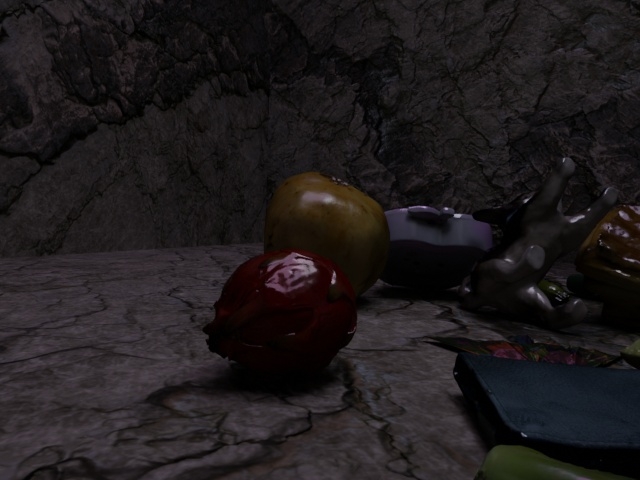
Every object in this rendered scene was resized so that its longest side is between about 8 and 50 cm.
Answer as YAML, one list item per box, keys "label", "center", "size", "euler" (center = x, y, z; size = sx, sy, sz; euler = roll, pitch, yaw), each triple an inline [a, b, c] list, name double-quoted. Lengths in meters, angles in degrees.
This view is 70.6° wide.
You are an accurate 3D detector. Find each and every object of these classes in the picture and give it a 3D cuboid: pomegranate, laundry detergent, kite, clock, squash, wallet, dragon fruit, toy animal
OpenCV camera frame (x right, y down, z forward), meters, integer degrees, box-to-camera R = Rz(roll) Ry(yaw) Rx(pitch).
- label: "pomegranate"
  center: [0.000, 0.000, 1.097]
  size: [0.332, 0.333, 0.332]
  euler: [2, 3, 0]
- label: "laundry detergent"
  center: [0.812, 0.119, 1.277]
  size: [0.137, 0.063, 0.211]
  euler: [8, -10, -5]
- label: "kite"
  center: [0.320, 0.177, 0.687]
  size: [0.321, 0.016, 0.234]
  euler: [2, 4, 10]
- label: "clock"
  center: [0.295, 0.028, 1.245]
  size: [0.338, 0.102, 0.339]
  euler: [5, -28, 3]
- label: "squash"
  center: [0.564, 0.132, 1.203]
  size: [0.069, 0.069, 0.258]
  euler: [2, 3, -3]
- label: "wallet"
  center: [0.338, 0.172, 0.452]
  size: [0.378, 0.046, 0.191]
  euler: [4, 5, 0]
- label: "dragon fruit"
  center: [-0.041, 0.094, 0.586]
  size: [0.172, 0.172, 0.209]
  euler: [4, 14, 39]
- label: "toy animal"
  center: [0.446, 0.011, 1.015]
  size: [0.194, 0.344, 0.302]
  euler: [35, -20, -9]

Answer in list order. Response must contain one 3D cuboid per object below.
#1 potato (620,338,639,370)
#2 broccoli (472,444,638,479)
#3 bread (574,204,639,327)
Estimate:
- label: "potato"
  center: [0.494, 0.163, 0.576]
  size: [0.120, 0.081, 0.149]
  euler: [-25, 3, -13]
- label: "broccoli"
  center: [0.180, 0.151, 0.185]
  size: [0.164, 0.146, 0.304]
  euler: [-10, -3, -24]
- label: "bread"
  center: [0.755, 0.079, 0.939]
  size: [0.314, 0.192, 0.370]
  euler: [-31, 36, -35]
